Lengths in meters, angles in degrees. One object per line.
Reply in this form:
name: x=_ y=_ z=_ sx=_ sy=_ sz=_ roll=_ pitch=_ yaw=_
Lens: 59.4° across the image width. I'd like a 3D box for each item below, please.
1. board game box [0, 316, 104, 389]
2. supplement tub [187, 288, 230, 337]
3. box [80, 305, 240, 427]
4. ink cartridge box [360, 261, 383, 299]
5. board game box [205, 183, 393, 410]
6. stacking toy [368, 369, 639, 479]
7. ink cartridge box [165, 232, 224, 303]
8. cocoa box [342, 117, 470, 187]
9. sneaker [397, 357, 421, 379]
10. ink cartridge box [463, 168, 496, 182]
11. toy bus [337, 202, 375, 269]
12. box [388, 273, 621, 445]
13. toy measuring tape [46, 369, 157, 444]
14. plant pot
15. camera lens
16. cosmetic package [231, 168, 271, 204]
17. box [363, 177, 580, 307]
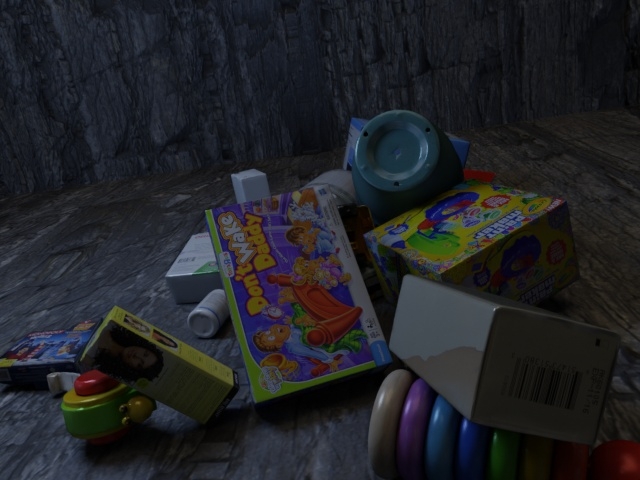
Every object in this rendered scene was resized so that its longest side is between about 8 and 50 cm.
board game box: x=-0.542 y=0.233 z=1.176 sx=0.194 sy=0.060 sz=0.194 roll=-5 pitch=18 yaw=11
supplement tub: x=-0.238 y=0.160 z=1.230 sx=0.071 sy=0.071 sz=0.107 roll=-3 pitch=20 yaw=17
box: x=-0.246 y=0.201 z=0.883 sx=0.232 sy=0.087 sz=0.058 roll=33 pitch=8 yaw=-19
ink cartridge box: x=0.092 y=0.083 z=1.290 sx=0.175 sy=0.072 sz=0.127 roll=-19 pitch=21 yaw=-24
board game box: x=-0.046 y=0.089 z=0.982 sx=0.233 sy=0.347 sz=0.078 roll=-14 pitch=-22 yaw=-13
stacking toy: x=0.232 y=0.252 z=0.676 sx=0.330 sy=0.141 sz=0.141 roll=5 pitch=23 yaw=24
ink cartridge box: x=-0.281 y=0.062 z=1.445 sx=0.154 sy=0.093 sz=0.212 roll=-7 pitch=30 yaw=12
cocoa box: x=0.259 y=-0.248 z=1.791 sx=0.347 sy=0.227 sz=0.231 roll=7 pitch=18 yaw=-7
sneaker: x=0.255 y=0.188 z=0.926 sx=0.279 sy=0.107 sz=0.118 roll=7 pitch=6 yaw=31
ink cartridge box: x=0.308 y=-0.101 z=1.497 sx=0.060 sy=0.238 sz=0.275 roll=29 pitch=-2 yaw=-26
toy bus: x=0.000 y=0.000 z=1.283 sx=0.220 sy=0.149 sz=0.211 roll=-11 pitch=3 yaw=-8
box: x=0.201 y=0.128 z=0.702 sx=0.148 sy=0.121 sz=0.311 roll=13 pitch=0 yaw=-7
toy measuring tape: x=-0.404 y=0.269 z=0.939 sx=0.330 sy=0.121 sz=0.121 roll=-3 pitch=19 yaw=36
plant pot: x=0.191 y=-0.168 z=1.289 sx=0.272 sy=0.271 sz=0.255 roll=-4 pitch=-10 yaw=14
camera lens: x=0.024 y=-0.060 z=1.511 sx=0.219 sy=0.219 sz=0.274 roll=0 pitch=21 yaw=24
cosmetic package: x=-0.192 y=-0.090 z=1.675 sx=0.086 sy=0.231 sz=0.117 roll=-16 pitch=21 yaw=-20
box: x=0.293 y=0.031 z=1.118 sx=0.290 sy=0.177 sz=0.279 roll=-28 pitch=24 yaw=-16
